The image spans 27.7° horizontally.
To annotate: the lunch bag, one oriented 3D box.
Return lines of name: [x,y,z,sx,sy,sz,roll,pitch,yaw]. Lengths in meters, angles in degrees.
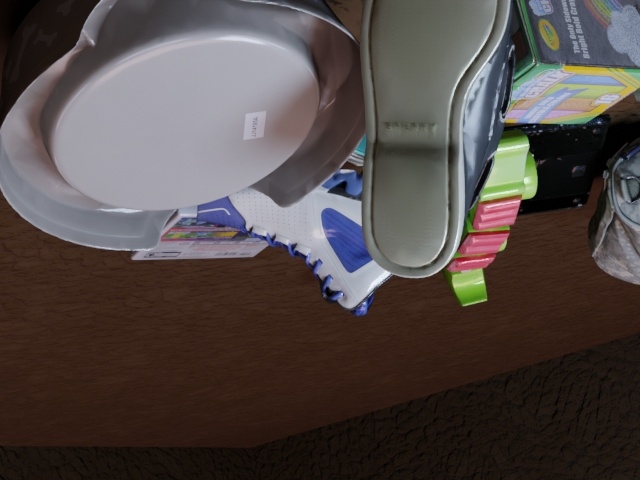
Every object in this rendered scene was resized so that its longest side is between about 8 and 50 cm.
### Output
lunch bag: [0.516,-0.049,1.833,0.256,0.213,0.305,-13,163,1]

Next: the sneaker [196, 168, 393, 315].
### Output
sneaker: [0.001,0.000,1.589,0.315,0.182,0.127,1,-178,4]

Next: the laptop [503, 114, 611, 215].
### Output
laptop: [0.252,-0.103,1.828,0.234,0.137,0.264,-9,138,-12]

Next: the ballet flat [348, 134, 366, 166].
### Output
ballet flat: [0.071,-0.113,1.558,0.213,0.072,0.068,-1,155,-37]

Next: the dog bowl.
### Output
dog bowl: [-0.128,-0.130,1.183,0.348,0.102,0.349,-14,150,-9]

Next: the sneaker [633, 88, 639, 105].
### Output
sneaker: [0.456,-0.200,1.395,0.255,0.151,0.094,-18,161,17]

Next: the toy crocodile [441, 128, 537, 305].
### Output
toy crocodile: [0.207,-0.029,1.683,0.115,0.105,0.340,-7,151,-13]

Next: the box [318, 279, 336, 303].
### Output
box: [0.043,0.063,2.150,0.083,0.062,0.052,-15,162,10]

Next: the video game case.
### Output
video game case: [-0.145,-0.013,1.836,0.201,0.023,0.183,-1,161,-30]

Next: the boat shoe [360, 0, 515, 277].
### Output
boat shoe: [0.109,-0.142,1.137,0.127,0.340,0.113,5,-170,19]

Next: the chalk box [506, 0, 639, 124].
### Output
chalk box: [0.200,-0.198,1.263,0.213,0.132,0.132,-1,161,-29]
